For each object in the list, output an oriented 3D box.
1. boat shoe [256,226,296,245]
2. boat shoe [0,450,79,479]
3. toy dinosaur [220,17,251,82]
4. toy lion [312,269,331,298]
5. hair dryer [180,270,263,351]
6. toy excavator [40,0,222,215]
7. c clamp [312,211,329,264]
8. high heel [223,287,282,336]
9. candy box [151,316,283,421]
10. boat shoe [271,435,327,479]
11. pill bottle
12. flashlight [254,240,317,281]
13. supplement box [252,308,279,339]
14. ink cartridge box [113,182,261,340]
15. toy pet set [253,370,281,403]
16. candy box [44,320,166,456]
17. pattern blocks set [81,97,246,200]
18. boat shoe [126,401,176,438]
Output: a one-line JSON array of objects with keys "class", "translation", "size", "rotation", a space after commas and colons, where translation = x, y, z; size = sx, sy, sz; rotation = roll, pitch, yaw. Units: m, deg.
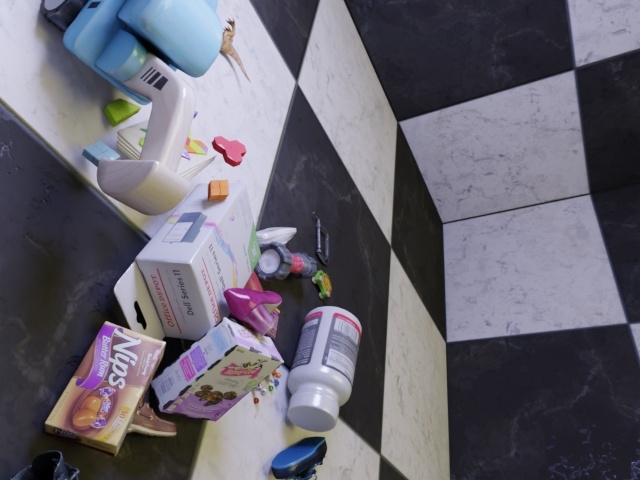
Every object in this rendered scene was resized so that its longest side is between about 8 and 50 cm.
[{"class": "boat shoe", "translation": [-0.124, -0.002, 1.438], "size": [0.184, 0.066, 0.063], "rotation": [-23, 114, -68]}, {"class": "boat shoe", "translation": [-0.375, 0.333, 0.659], "size": [0.340, 0.127, 0.112], "rotation": [27, 67, -49]}, {"class": "toy dinosaur", "translation": [-0.262, -0.545, 1.409], "size": [0.211, 0.064, 0.112], "rotation": [38, 63, -42]}, {"class": "toy lion", "translation": [0.011, 0.141, 1.702], "size": [0.096, 0.034, 0.100], "rotation": [-72, 142, -59]}, {"class": "hair dryer", "translation": [-0.199, 0.156, 1.177], "size": [0.223, 0.080, 0.293], "rotation": [50, 35, -44]}, {"class": "toy excavator", "translation": [-0.289, -0.309, 0.868], "size": [0.432, 0.445, 0.222], "rotation": [-54, 145, -2]}, {"class": "c clamp", "translation": [0.000, 0.000, 1.757], "size": [0.137, 0.022, 0.160], "rotation": [41, 41, -61]}, {"class": "high heel", "translation": [-0.151, 0.123, 1.085], "size": [0.117, 0.082, 0.244], "rotation": [47, 7, -8]}, {"class": "candy box", "translation": [-0.197, 0.257, 0.991], "size": [0.070, 0.196, 0.165], "rotation": [53, 7, 37]}, {"class": "boat shoe", "translation": [-0.037, 0.576, 1.307], "size": [0.258, 0.109, 0.088], "rotation": [12, 72, -61]}, {"class": "pill bottle", "translation": [0.008, 0.354, 1.416], "size": [0.176, 0.177, 0.318], "rotation": [61, 29, -33]}, {"class": "flashlight", "translation": [-0.084, 0.066, 1.389], "size": [0.304, 0.103, 0.103], "rotation": [21, 56, -70]}, {"class": "supplement box", "translation": [-0.142, 0.212, 1.304], "size": [0.043, 0.055, 0.083], "rotation": [50, 36, -44]}, {"class": "ink cartridge box", "translation": [-0.243, 0.057, 1.020], "size": [0.353, 0.119, 0.207], "rotation": [-68, 157, -51]}, {"class": "toy pet set", "translation": [-0.122, 0.333, 1.278], "size": [0.122, 0.065, 0.114], "rotation": [-24, 101, -66]}, {"class": "candy box", "translation": [-0.335, 0.231, 0.811], "size": [0.053, 0.109, 0.186], "rotation": [118, -9, -45]}, {"class": "pattern blocks set", "translation": [-0.296, -0.183, 1.012], "size": [0.286, 0.026, 0.324], "rotation": [34, 36, -13]}, {"class": "boat shoe", "translation": [-0.314, 0.306, 0.878], "size": [0.178, 0.064, 0.060], "rotation": [40, 46, -50]}]
